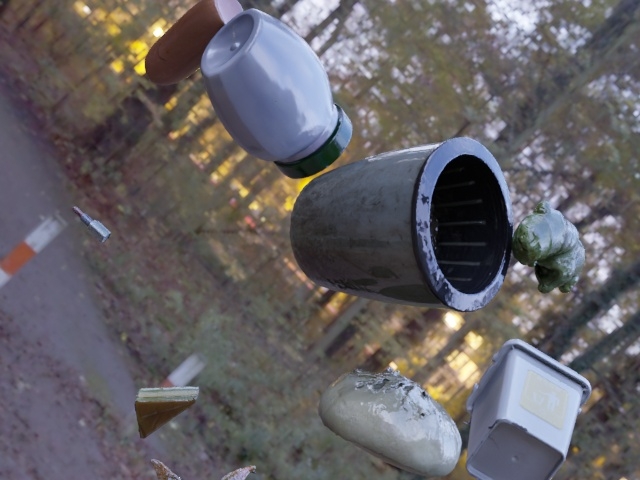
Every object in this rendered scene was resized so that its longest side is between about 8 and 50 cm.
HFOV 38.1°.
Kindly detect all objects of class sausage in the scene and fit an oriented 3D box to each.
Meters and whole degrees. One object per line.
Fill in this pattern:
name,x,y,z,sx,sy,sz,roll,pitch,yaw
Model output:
sausage,-0.309,-0.476,2.222,0.121,0.304,0.121,25,52,-36

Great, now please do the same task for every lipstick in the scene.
lipstick,-0.533,-0.041,2.138,0.107,0.025,0.025,42,39,2

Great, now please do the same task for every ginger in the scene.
ginger,0.421,0.021,1.689,0.089,0.137,0.290,33,-5,32

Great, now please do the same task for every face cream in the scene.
face cream,-0.101,-0.329,2.122,0.219,0.312,0.357,-8,-42,37

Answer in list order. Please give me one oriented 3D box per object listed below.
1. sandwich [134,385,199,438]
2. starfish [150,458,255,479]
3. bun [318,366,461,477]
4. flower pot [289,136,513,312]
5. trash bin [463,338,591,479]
sandwich,-0.395,0.448,2.425,0.079,0.163,0.113,-95,-179,-68
starfish,-0.291,0.727,2.386,0.384,0.398,0.132,-101,-175,-57
bun,0.135,0.316,1.688,0.287,0.146,0.287,24,4,-2
flower pot,0.133,-0.027,1.653,0.330,0.293,0.293,0,-37,43
trash bin,0.472,0.453,2.222,0.256,0.296,0.367,32,26,4
